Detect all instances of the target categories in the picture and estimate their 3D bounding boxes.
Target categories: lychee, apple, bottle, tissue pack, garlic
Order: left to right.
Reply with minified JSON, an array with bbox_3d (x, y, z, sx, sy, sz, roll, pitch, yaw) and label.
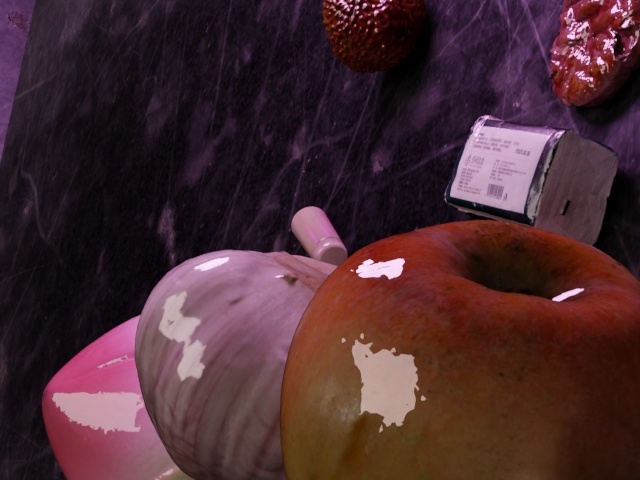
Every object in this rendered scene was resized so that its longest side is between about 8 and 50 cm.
[{"bbox_3d":[-0.045,0.143,1.809,0.317,0.317,0.259,40,115,63],"label":"garlic"},{"bbox_3d":[0.000,0.000,2.117,0.045,0.045,0.096,-62,30,18],"label":"bottle"},{"bbox_3d":[0.059,-0.255,2.087,0.129,0.123,0.123,-57,29,24],"label":"lychee"},{"bbox_3d":[0.136,0.158,1.451,0.338,0.338,0.305,-126,40,-60],"label":"apple"},{"bbox_3d":[0.199,-0.056,1.715,0.170,0.090,0.103,20,91,62],"label":"tissue pack"}]

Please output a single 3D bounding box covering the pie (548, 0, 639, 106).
[{"bbox_3d":[0.270,-0.200,1.736,0.154,0.036,0.154,-42,39,46],"label":"pie"}]

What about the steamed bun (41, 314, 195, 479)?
[{"bbox_3d":[-0.177,0.207,2.045,0.309,0.309,0.309,-42,38,44],"label":"steamed bun"}]
